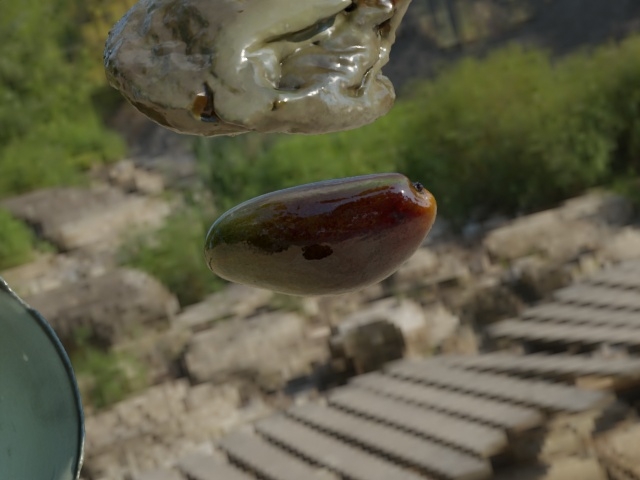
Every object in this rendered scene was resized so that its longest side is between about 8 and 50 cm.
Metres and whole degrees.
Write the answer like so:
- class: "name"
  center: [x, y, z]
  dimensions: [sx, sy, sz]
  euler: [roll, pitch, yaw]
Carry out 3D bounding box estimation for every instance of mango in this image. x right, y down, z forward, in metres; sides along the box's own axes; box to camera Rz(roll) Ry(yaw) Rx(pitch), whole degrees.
- class: "mango"
  center: [0.000, 0.000, 2.032]
  dimensions: [0.268, 0.133, 0.111]
  euler: [-11, 35, 6]

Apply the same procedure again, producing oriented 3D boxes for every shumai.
- class: "shumai"
  center: [-0.033, -0.141, 1.136]
  dimensions: [0.201, 0.120, 0.201]
  euler: [6, 25, -3]

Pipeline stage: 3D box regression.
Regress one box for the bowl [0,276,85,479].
- class: "bowl"
  center: [-0.327, 0.168, 1.332]
  dimensions: [0.313, 0.313, 0.146]
  euler: [-17, -27, -16]
